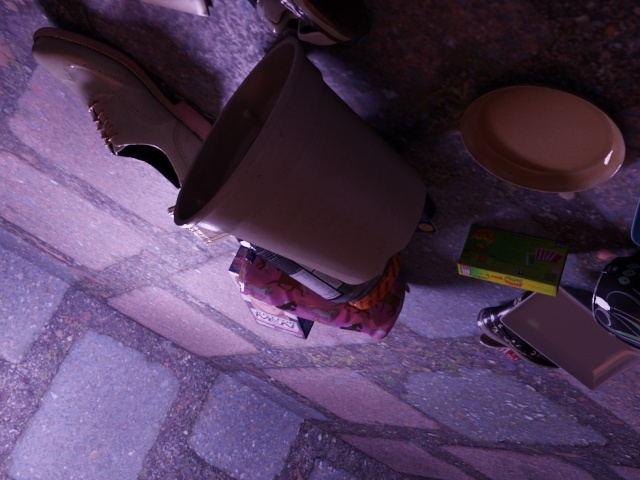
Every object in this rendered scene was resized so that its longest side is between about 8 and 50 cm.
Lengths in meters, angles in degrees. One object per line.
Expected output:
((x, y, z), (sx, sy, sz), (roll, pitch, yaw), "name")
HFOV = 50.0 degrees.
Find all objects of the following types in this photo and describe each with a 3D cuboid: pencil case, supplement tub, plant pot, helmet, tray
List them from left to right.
((-0.013, -0.095, 1.090), (0.305, 0.334, 0.334), (31, 155, -22), "plant pot")
((0.000, 0.000, 1.411), (0.316, 0.194, 0.193), (34, 154, -20), "supplement tub")
((0.006, 0.100, 1.594), (0.386, 0.160, 0.167), (20, 141, -7), "pencil case")
((0.324, -0.153, 1.008), (0.236, 0.032, 0.236), (20, 156, 10), "plant pot")
((0.509, 0.189, 1.386), (0.270, 0.030, 0.145), (37, 124, -12), "tray")
((0.563, 0.110, 1.157), (0.161, 0.169, 0.169), (24, 161, 44), "helmet")

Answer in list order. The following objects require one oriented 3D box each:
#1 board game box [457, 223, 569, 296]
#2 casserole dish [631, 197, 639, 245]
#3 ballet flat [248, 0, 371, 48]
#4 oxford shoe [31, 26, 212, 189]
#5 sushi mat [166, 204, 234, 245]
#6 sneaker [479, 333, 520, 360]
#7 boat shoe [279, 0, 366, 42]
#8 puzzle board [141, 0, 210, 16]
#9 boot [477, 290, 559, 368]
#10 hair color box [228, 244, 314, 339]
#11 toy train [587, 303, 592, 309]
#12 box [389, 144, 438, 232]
((0.357, 0.035, 1.276), (0.181, 0.092, 0.043), (13, 153, 23), "board game box")
((0.538, -0.038, 1.036), (0.114, 0.037, 0.188), (13, 154, 23), "casserole dish")
((-0.030, -0.315, 0.962), (0.203, 0.074, 0.074), (20, 155, 10), "ballet flat")
((-0.386, -0.251, 1.317), (0.397, 0.146, 0.140), (33, 155, -17), "oxford shoe")
((-0.199, -0.067, 1.571), (0.316, 0.019, 0.151), (-18, 136, 35), "sushi mat")
((0.455, 0.264, 1.700), (0.118, 0.042, 0.067), (7, 147, 29), "sneaker")
((-0.049, -0.356, 0.884), (0.257, 0.095, 0.095), (47, 152, -18), "boat shoe")
((-0.236, -0.397, 1.058), (0.128, 0.011, 0.096), (17, 153, 14), "puzzle board")
((0.482, 0.197, 1.495), (0.236, 0.085, 0.178), (28, 153, -5), "boot")
((-0.123, 0.146, 1.916), (0.174, 0.105, 0.347), (16, 153, 18), "hair color box")
((0.602, 0.164, 1.374), (0.125, 0.046, 0.166), (23, 160, 30), "toy train")
((0.125, -0.092, 1.300), (0.136, 0.036, 0.225), (2, 145, 40), "box")
